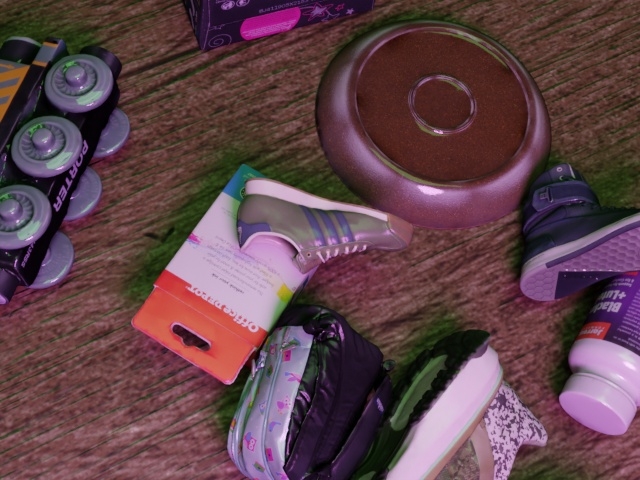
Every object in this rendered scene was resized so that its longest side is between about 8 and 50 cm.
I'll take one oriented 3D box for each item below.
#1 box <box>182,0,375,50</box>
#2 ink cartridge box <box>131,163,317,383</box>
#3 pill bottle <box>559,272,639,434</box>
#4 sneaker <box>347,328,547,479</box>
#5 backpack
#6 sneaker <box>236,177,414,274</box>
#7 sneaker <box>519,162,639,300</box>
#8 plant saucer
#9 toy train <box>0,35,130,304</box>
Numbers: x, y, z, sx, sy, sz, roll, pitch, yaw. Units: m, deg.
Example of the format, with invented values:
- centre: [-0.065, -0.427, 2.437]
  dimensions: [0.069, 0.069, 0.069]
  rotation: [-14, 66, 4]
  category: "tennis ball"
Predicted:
- centre: [-0.054, -0.367, 1.241]
  dimensions: [0.247, 0.163, 0.142]
  rotation: [-18, 71, -15]
  category: "box"
- centre: [-0.094, 0.045, 1.100]
  dimensions: [0.134, 0.078, 0.231]
  rotation: [31, 65, 6]
  category: "ink cartridge box"
- centre: [0.348, 0.119, 1.114]
  dimensions: [0.108, 0.108, 0.193]
  rotation: [32, 65, 7]
  category: "pill bottle"
- centre: [0.109, 0.294, 0.996]
  dimensions: [0.182, 0.158, 0.410]
  rotation: [40, 71, -9]
  category: "sneaker"
- centre: [-0.015, 0.174, 1.024]
  dimensions: [0.152, 0.115, 0.182]
  rotation: [38, 61, -37]
  category: "backpack"
- centre: [0.000, 0.000, 1.062]
  dimensions: [0.192, 0.064, 0.086]
  rotation: [16, 72, -4]
  category: "sneaker"
- centre: [0.334, -0.035, 1.136]
  dimensions: [0.226, 0.086, 0.163]
  rotation: [-20, 39, 30]
  category: "sneaker"
- centre: [0.150, -0.164, 1.246]
  dimensions: [0.311, 0.050, 0.310]
  rotation: [3, 67, -7]
  category: "plant saucer"
- centre: [-0.345, -0.090, 1.100]
  dimensions: [0.190, 0.142, 0.333]
  rotation: [14, 65, 9]
  category: "toy train"
